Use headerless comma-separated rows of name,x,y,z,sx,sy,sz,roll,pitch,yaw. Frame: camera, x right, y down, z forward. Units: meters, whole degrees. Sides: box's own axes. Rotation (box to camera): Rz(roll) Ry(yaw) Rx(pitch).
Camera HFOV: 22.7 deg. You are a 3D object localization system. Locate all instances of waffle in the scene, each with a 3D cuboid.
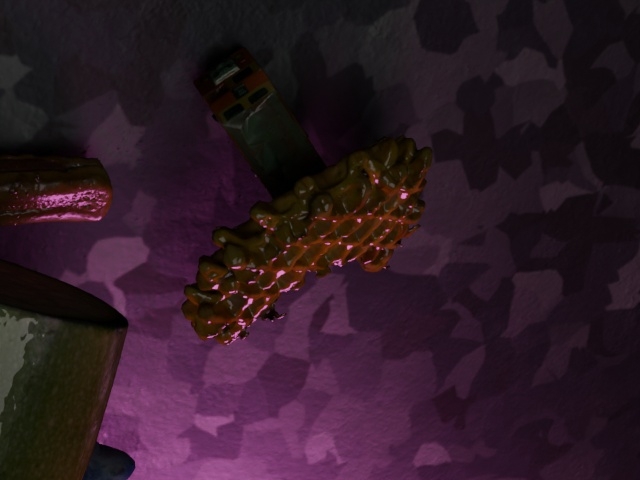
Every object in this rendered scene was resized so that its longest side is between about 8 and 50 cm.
waffle,0.000,0.000,1.619,0.293,0.069,0.260,-27,160,-26

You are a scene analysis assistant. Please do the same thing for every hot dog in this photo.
hot dog,-0.339,-0.043,1.535,0.285,0.061,0.088,0,129,-26

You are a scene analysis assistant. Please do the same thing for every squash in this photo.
squash,-0.351,0.214,1.455,0.263,0.263,0.385,17,93,-32

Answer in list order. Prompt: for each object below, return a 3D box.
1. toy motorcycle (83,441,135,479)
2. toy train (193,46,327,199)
toy motorcycle,-0.318,0.299,1.659,0.319,0.182,0.241,-21,128,-9
toy train,-0.050,-0.103,1.616,0.072,0.099,0.188,-37,125,-3
